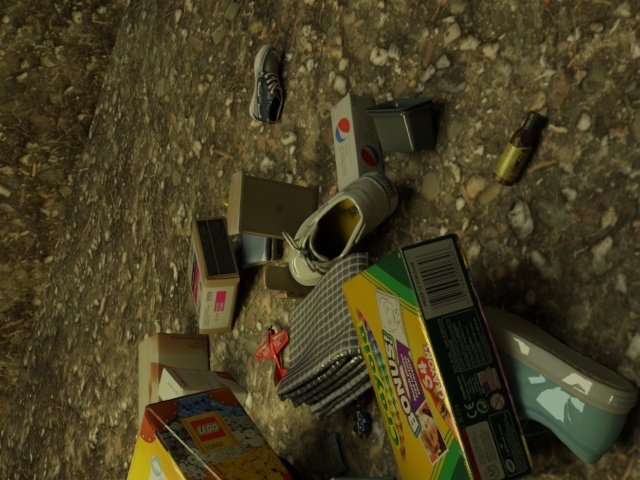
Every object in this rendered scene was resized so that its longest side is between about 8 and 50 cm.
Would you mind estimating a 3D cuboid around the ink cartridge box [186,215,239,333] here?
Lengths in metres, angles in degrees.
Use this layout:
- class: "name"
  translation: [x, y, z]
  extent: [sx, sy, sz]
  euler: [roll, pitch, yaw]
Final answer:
- class: "ink cartridge box"
  translation: [-0.267, 0.087, 2.299]
  extent: [0.235, 0.088, 0.193]
  euler: [105, 155, -49]

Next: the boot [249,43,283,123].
- class: "boot"
  translation: [-0.118, -0.380, 2.282]
  extent: [0.086, 0.069, 0.190]
  euler: [24, 110, 49]

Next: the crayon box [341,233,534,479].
- class: "crayon box"
  translation: [0.169, 0.202, 1.471]
  extent: [0.313, 0.106, 0.363]
  euler: [140, 115, -70]

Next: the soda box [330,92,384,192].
- class: "soda box"
  translation: [0.076, -0.189, 1.920]
  extent: [0.074, 0.069, 0.216]
  euler: [-33, 55, 49]

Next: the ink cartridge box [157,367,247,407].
- class: "ink cartridge box"
  translation: [-0.286, 0.366, 2.241]
  extent: [0.127, 0.175, 0.072]
  euler: [32, 109, 56]

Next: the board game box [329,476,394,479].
- class: "board game box"
  translation: [0.068, 0.579, 1.671]
  extent: [0.144, 0.142, 0.275]
  euler: [-44, 48, 43]

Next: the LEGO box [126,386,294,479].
- class: "LEGO box"
  translation: [-0.225, 0.601, 1.793]
  extent: [0.372, 0.193, 0.500]
  euler: [47, 131, 39]

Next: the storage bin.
- class: "storage bin"
  translation: [0.164, -0.220, 1.784]
  extent: [0.135, 0.098, 0.091]
  euler: [13, 120, 57]

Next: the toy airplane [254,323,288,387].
- class: "toy airplane"
  translation: [-0.101, 0.261, 2.117]
  extent: [0.151, 0.028, 0.151]
  euler: [-19, 67, 55]

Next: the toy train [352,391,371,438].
- class: "toy train"
  translation: [0.081, 0.307, 1.828]
  extent: [0.036, 0.027, 0.158]
  euler: [-17, 67, 42]

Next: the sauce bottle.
- class: "sauce bottle"
  translation: [0.328, -0.152, 1.544]
  extent: [0.042, 0.042, 0.128]
  euler: [53, 128, 48]

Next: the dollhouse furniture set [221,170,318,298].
- class: "dollhouse furniture set"
  translation: [-0.173, -0.004, 2.139]
  extent: [0.303, 0.198, 0.286]
  euler: [-13, 72, 56]

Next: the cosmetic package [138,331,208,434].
- class: "cosmetic package"
  translation: [-0.376, 0.397, 2.398]
  extent: [0.129, 0.153, 0.296]
  euler: [-31, 58, 51]

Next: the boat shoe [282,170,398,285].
- class: "boat shoe"
  translation: [0.006, 0.006, 1.856]
  extent: [0.136, 0.156, 0.367]
  euler: [54, 139, 5]

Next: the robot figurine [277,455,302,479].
- class: "robot figurine"
  translation: [-0.141, 0.544, 1.982]
  extent: [0.278, 0.173, 0.209]
  euler: [-25, 58, 52]

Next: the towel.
- class: "towel"
  translation: [0.028, 0.185, 1.815]
  extent: [0.283, 0.121, 0.235]
  euler: [-44, 35, 43]

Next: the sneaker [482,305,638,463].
- class: "sneaker"
  translation: [0.300, 0.210, 1.413]
  extent: [0.366, 0.135, 0.150]
  euler: [34, 108, 56]

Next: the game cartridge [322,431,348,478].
- class: "game cartridge"
  translation: [0.028, 0.437, 1.887]
  extent: [0.056, 0.017, 0.083]
  euler: [-53, 42, 42]
